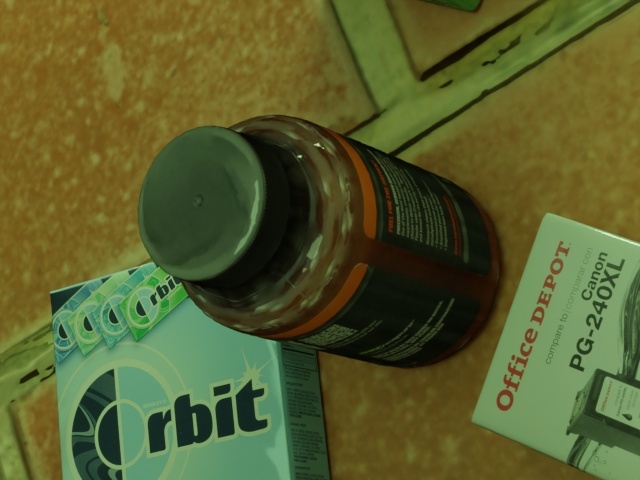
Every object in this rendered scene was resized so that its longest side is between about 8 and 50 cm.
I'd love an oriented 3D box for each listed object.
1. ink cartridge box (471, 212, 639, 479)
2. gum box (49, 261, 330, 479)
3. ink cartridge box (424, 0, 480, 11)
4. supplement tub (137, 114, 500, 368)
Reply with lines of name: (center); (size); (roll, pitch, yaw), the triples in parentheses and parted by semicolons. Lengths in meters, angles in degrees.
ink cartridge box: (0.158, 0.063, 0.796); (0.150, 0.063, 0.109); (21, 92, 34)
gum box: (-0.074, 0.102, 0.955); (0.157, 0.041, 0.184); (-16, 71, 31)
ink cartridge box: (0.001, -0.250, 0.838); (0.114, 0.273, 0.198); (21, 92, 35)
supplement tub: (0.000, 0.000, 0.832); (0.106, 0.198, 0.106); (-8, 75, 31)
